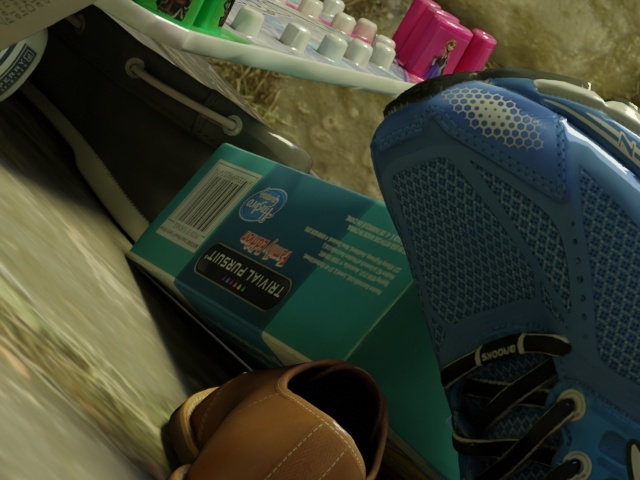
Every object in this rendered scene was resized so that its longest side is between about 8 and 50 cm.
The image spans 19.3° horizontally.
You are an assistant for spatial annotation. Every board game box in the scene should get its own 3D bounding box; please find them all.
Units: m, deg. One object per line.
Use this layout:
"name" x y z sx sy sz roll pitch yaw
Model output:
"board game box" 0.086 0.108 0.874 0.336 0.079 0.254 45 -8 -24
"board game box" -0.122 -0.198 1.067 0.390 0.050 0.390 33 13 23

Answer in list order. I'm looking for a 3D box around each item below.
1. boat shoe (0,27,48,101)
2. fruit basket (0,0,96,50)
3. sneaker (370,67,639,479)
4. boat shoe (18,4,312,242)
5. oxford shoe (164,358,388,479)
"boat shoe" -0.188 -0.136 0.911 0.083 0.065 0.183 41 6 -32
"fruit basket" -0.165 -0.183 0.493 0.327 0.165 0.353 45 -25 -20
"sneaker" 0.096 0.099 0.622 0.130 0.147 0.330 -27 -93 54
"boat shoe" -0.131 -0.113 1.044 0.335 0.095 0.112 48 5 22
"oxford shoe" -0.007 0.073 0.652 0.076 0.076 0.212 44 2 -4
